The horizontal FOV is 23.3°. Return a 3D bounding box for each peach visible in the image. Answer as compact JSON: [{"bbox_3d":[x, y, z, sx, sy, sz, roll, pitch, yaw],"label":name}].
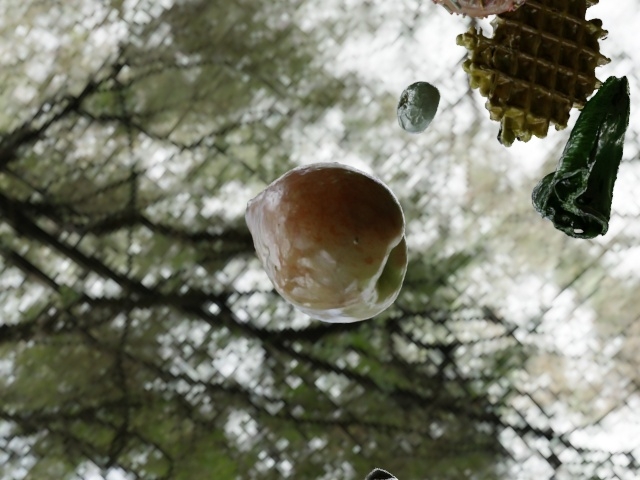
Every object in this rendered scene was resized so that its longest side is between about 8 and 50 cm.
[{"bbox_3d":[0.000,0.000,2.006,0.232,0.232,0.232,28,-145,-22],"label":"peach"}]

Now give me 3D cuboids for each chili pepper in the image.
[{"bbox_3d":[0.296,-0.094,1.679,0.216,0.062,0.108,-59,-39,-31],"label":"chili pepper"}]

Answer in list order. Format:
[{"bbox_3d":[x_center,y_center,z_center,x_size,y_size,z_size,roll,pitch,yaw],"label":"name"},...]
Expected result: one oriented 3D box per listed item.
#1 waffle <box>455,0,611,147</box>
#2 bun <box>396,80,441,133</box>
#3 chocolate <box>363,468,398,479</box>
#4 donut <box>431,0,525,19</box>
[{"bbox_3d":[0.261,-0.244,1.891,0.231,0.051,0.228,-36,-71,-29],"label":"waffle"},{"bbox_3d":[0.131,-0.182,2.114,0.045,0.083,0.083,21,-143,-16],"label":"bun"},{"bbox_3d":[0.088,0.349,1.899,0.072,0.072,0.167,21,-155,-31],"label":"chocolate"},{"bbox_3d":[0.184,-0.300,1.770,0.166,0.117,0.065,-6,-137,-1],"label":"donut"}]
